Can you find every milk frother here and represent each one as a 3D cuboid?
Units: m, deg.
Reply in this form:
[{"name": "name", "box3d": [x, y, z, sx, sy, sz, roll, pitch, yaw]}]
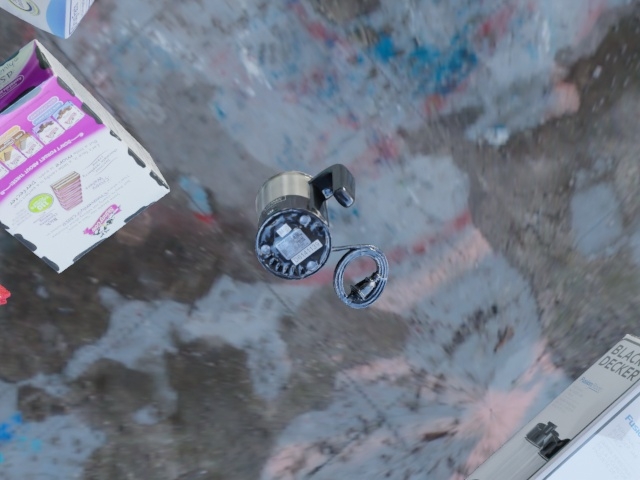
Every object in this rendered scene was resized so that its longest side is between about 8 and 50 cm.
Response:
[{"name": "milk frother", "box3d": [0.000, 0.000, 1.720, 0.129, 0.135, 0.143, -20, 110, 6]}]

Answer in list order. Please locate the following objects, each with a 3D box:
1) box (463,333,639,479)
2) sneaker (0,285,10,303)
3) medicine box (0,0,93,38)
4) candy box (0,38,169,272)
[{"name": "box", "box3d": [0.193, 0.229, 1.167, 0.290, 0.087, 0.169, -40, 102, -6]}, {"name": "sneaker", "box3d": [-0.383, 0.020, 1.596, 0.128, 0.221, 0.087, 36, 123, -21]}, {"name": "medicine box", "box3d": [-0.279, -0.420, 1.754, 0.149, 0.263, 0.289, 30, 72, -1]}, {"name": "candy box", "box3d": [-0.288, -0.084, 1.621, 0.159, 0.233, 0.071, -36, 50, 4]}]
